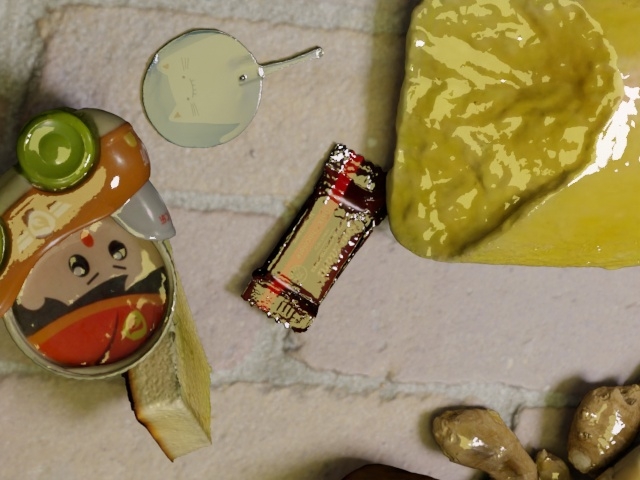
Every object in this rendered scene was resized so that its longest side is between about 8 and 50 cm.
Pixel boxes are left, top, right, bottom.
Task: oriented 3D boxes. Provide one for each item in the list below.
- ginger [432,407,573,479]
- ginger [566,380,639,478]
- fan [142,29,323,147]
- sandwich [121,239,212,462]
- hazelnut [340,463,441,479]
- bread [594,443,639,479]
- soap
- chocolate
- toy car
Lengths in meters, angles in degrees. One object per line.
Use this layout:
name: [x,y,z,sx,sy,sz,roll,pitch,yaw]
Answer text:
ginger: [0.185,0.262,1.818,0.214,0.059,0.133,36,92,-29]
ginger: [0.319,0.175,1.826,0.165,0.067,0.096,-44,132,-10]
fan: [-0.078,-0.147,1.588,0.175,0.005,0.113,-19,116,-11]
sandwich: [-0.142,0.099,1.615,0.058,0.193,0.162,-12,152,5]
hazelnut: [0.092,0.344,1.736,0.230,0.229,0.229,-7,113,-17]
bread: [0.413,0.237,1.826,0.311,0.121,0.173,-35,161,-1]
soap: [0.280,-0.115,1.665,0.427,0.115,0.306,-5,107,-20]
chocolate: [0.000,0.000,1.665,0.086,0.028,0.182,29,97,-21]
toy car: [-0.213,0.011,1.491,0.235,0.145,0.235,0,96,-4]
